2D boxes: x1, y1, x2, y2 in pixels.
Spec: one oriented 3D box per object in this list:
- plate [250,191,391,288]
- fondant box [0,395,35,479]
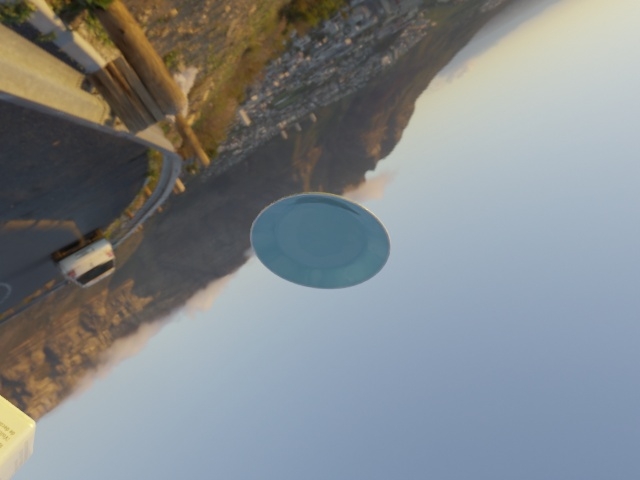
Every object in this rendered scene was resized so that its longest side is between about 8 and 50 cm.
[{"bbox_3d":[0.000,0.000,0.700,0.188,0.188,0.024,-25,-142,32],"label":"plate"},{"bbox_3d":[-0.378,0.174,0.283,0.096,0.238,0.330,-49,-177,48],"label":"fondant box"}]
